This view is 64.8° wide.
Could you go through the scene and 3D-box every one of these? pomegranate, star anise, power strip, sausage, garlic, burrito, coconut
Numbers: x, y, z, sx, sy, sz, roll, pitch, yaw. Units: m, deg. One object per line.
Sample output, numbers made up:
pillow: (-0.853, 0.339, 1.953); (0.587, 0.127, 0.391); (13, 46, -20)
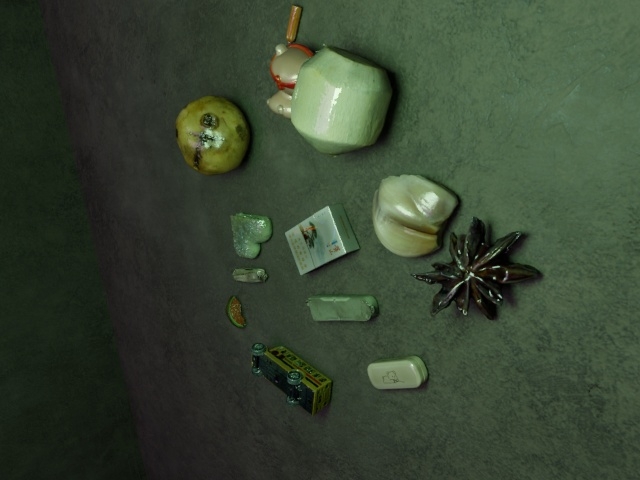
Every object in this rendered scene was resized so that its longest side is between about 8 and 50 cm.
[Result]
pomegranate: (-0.354, -0.348, 1.669); (0.260, 0.260, 0.261); (19, 117, 42)
star anise: (0.346, 0.069, 1.143); (0.212, 0.129, 0.283); (45, 124, 19)
power strip: (0.066, 0.204, 1.542); (0.285, 0.048, 0.080); (-9, 99, 48)
sausage: (-0.076, -0.607, 1.423); (0.031, 0.031, 0.107); (39, 131, 31)
garlic: (0.207, -0.063, 1.255); (0.228, 0.110, 0.217); (35, 130, 34)
burrito: (-0.261, 0.127, 1.873); (0.188, 0.045, 0.058); (0, 129, 45)
coconut: (0.044, -0.330, 1.239); (0.245, 0.244, 0.247); (39, 121, 32)

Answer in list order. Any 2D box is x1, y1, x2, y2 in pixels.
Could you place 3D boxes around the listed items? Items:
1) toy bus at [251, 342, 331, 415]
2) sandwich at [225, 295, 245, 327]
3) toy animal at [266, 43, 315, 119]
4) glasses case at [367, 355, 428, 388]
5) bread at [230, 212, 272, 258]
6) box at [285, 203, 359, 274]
toy bus: (-0.112, 0.469, 1.772); (0.335, 0.123, 0.121); (26, 123, 40)
sandwich: (-0.340, 0.287, 1.995); (0.029, 0.067, 0.135); (-18, 90, 52)
toy animal: (-0.066, -0.435, 1.387); (0.171, 0.171, 0.198); (43, 139, 29)
glasses case: (0.217, 0.378, 1.439); (0.196, 0.050, 0.083); (-25, 87, 48)
bread: (-0.259, -0.035, 1.799); (0.173, 0.064, 0.232); (56, 135, 15)
box: (0.001, 0.000, 1.527); (0.233, 0.067, 0.150); (-29, 82, 48)
